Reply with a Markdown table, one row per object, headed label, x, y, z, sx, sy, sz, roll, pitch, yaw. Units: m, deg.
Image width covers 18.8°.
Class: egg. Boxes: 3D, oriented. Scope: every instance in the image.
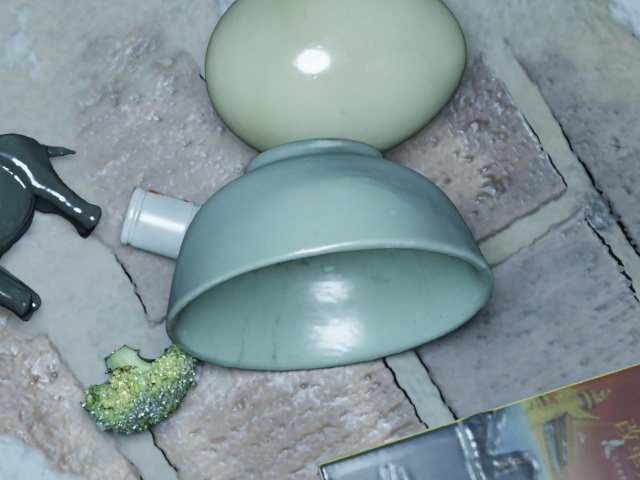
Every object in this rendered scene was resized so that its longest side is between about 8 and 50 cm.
| label | x | y | z | sx | sy | sz | roll | pitch | yaw |
| --- | --- | --- | --- | --- | --- | --- | --- | --- | --- |
| egg | 0.014 | -0.162 | 1.760 | 0.242 | 0.186 | 0.186 | -11 | 83 | -15 |

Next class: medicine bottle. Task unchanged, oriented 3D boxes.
| label | x | y | z | sx | sy | sz | roll | pitch | yaw |
| --- | --- | --- | --- | --- | --- | --- | --- | --- | --- |
| medicine bottle | -0.137 | -0.012 | 1.789 | 0.089 | 0.057 | 0.057 | 16 | 81 | -2 |

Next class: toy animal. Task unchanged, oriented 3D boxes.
| label | x | y | z | sx | sy | sz | roll | pitch | yaw |
| --- | --- | --- | --- | --- | --- | --- | --- | --- | --- |
| toy animal | -0.309 | 0.010 | 1.754 | 0.146 | 0.114 | 0.245 | 35 | 59 | -6 |

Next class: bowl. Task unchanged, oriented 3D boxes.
| label | x | y | z | sx | sy | sz | roll | pitch | yaw |
| --- | --- | --- | --- | --- | --- | --- | --- | --- | --- |
| bowl | 0.000 | 0.000 | 1.706 | 0.289 | 0.289 | 0.146 | -6 | 66 | -6 |

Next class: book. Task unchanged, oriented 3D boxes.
| label | x | y | z | sx | sy | sz | roll | pitch | yaw |
| --- | --- | --- | --- | --- | --- | --- | --- | --- | --- |
| book | 0.212 | 0.272 | 1.766 | 0.374 | 0.028 | 0.262 | -17 | 68 | -7 |

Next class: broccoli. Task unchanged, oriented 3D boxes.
| label | x | y | z | sx | sy | sz | roll | pitch | yaw |
| --- | --- | --- | --- | --- | --- | --- | --- | --- | --- |
| broccoli | -0.162 | 0.126 | 1.760 | 0.092 | 0.095 | 0.097 | 49 | 117 | 22 |
